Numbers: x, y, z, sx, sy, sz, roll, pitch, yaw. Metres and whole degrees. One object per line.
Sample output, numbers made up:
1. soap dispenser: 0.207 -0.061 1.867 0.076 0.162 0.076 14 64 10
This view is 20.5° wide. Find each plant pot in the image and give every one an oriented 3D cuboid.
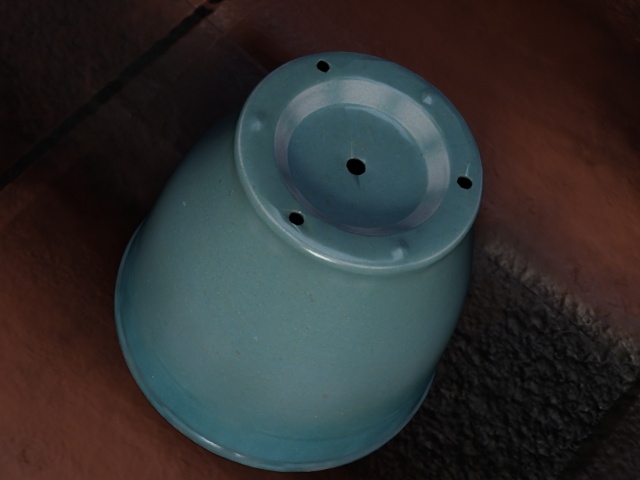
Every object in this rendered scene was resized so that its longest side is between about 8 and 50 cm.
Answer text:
1. plant pot: 0.000 0.000 1.335 0.271 0.255 0.272 8 59 -13
